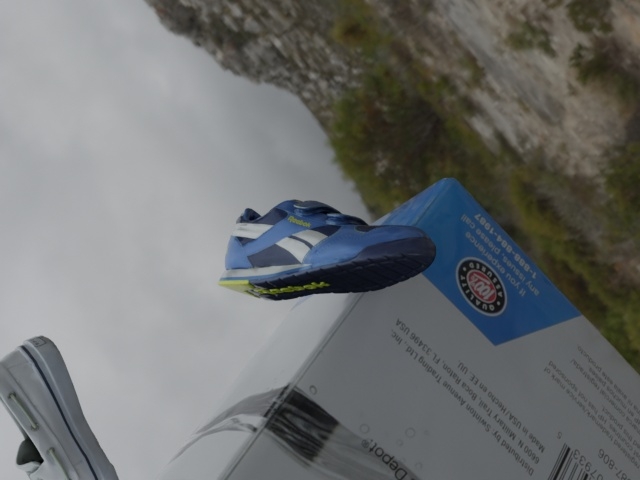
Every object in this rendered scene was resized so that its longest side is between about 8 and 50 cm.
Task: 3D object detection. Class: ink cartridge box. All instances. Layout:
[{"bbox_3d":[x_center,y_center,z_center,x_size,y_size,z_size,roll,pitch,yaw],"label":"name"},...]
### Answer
[{"bbox_3d":[0.049,0.199,0.573,0.285,0.395,0.166,46,145,-8],"label":"ink cartridge box"}]

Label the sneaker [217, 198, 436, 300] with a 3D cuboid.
[{"bbox_3d":[0.000,0.000,0.506,0.053,0.144,0.059,33,-123,-52],"label":"sneaker"}]

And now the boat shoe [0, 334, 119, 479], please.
[{"bbox_3d":[-0.265,0.205,0.839,0.083,0.075,0.226,5,119,52],"label":"boat shoe"}]
